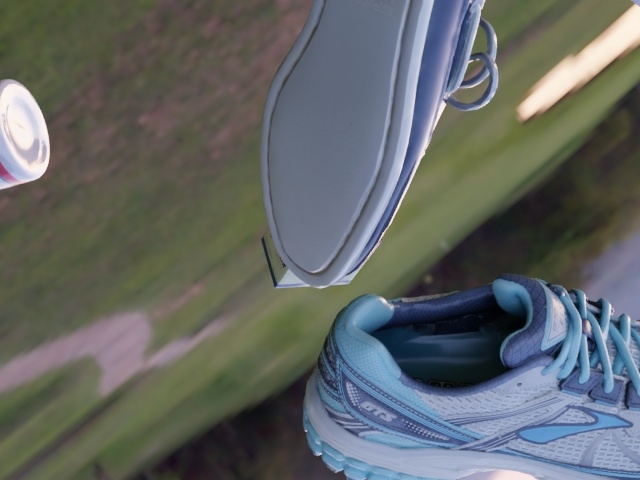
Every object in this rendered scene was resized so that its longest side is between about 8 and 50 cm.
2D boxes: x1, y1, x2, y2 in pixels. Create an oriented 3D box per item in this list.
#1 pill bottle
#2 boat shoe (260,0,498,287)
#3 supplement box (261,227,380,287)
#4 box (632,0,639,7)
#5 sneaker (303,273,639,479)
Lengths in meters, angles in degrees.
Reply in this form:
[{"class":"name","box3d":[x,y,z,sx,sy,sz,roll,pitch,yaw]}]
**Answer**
[{"class":"pill bottle","box3d":[-0.380,-0.092,1.890,0.180,0.108,0.108,-16,-178,19]},{"class":"boat shoe","box3d":[0.033,-0.097,0.863,0.079,0.095,0.255,-15,123,-44]},{"class":"supplement box","box3d":[0.000,0.000,1.763,0.083,0.056,0.083,-3,151,-27]},{"class":"box","box3d":[0.240,-0.295,1.602,0.109,0.178,0.042,-55,-157,3]},{"class":"sneaker","box3d":[0.134,0.079,1.037,0.283,0.110,0.122,-2,139,-6]}]
